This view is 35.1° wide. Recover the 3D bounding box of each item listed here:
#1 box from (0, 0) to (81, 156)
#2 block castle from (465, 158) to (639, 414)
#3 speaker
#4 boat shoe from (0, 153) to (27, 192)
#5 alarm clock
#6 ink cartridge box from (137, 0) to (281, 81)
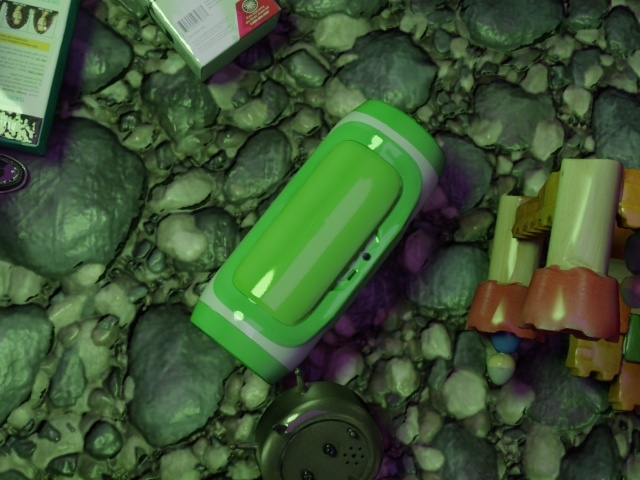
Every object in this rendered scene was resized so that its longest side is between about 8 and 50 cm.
[{"bbox_3d":[-0.315,-0.219,1.063,0.100,0.060,0.244,12,83,-5],"label":"box"},{"bbox_3d":[0.390,0.077,0.992,0.453,0.303,0.212,10,84,-4],"label":"block castle"},{"bbox_3d":[0.000,0.000,1.044,0.131,0.131,0.296,39,81,-1],"label":"speaker"},{"bbox_3d":[-0.371,-0.079,1.053,0.125,0.038,0.046,14,83,-5],"label":"boat shoe"},{"bbox_3d":[0.014,0.224,1.040,0.192,0.064,0.129,38,95,-25],"label":"alarm clock"},{"bbox_3d":[-0.132,-0.266,1.088,0.109,0.063,0.150,-38,89,-9],"label":"ink cartridge box"}]
